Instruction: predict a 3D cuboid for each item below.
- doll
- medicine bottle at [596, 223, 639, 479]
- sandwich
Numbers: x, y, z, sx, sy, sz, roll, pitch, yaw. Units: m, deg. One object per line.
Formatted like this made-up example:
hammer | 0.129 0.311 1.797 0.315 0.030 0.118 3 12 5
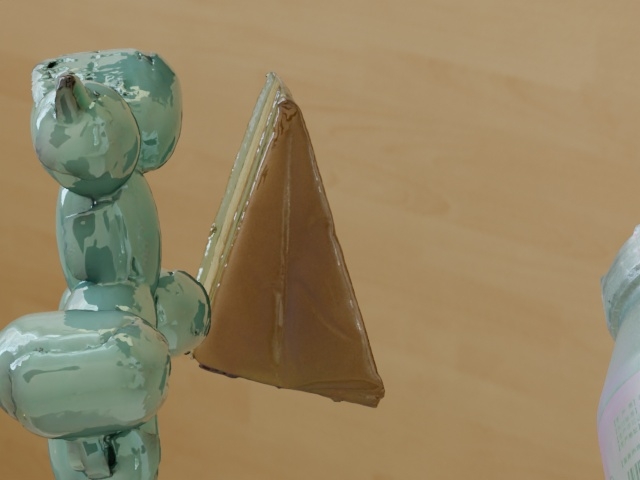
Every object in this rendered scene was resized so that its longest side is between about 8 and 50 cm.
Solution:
doll | -0.074 0.018 0.519 0.059 0.158 0.159 -4 100 2
medicine bottle | 0.332 0.130 1.156 0.245 0.290 0.245 0 138 0
sandwich | 0.000 0.000 0.863 0.113 0.079 0.163 15 103 -15
